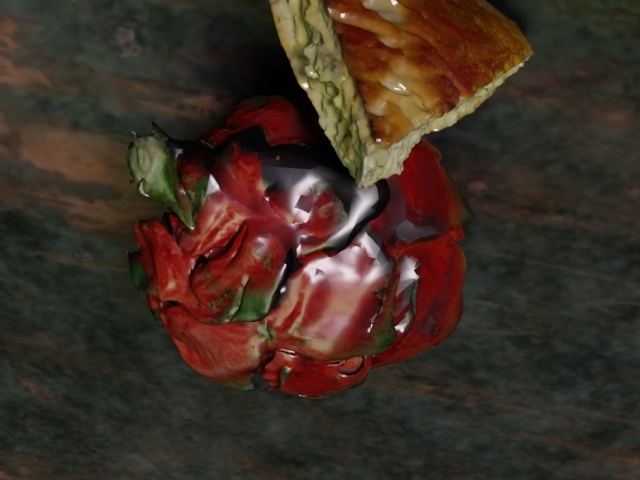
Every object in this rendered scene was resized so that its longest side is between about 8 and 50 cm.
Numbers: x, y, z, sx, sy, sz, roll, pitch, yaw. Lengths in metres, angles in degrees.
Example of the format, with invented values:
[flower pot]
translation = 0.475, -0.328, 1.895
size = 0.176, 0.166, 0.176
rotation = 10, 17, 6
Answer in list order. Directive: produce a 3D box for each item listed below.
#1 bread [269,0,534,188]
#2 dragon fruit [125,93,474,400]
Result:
[bread]
translation = 0.019, -0.104, 0.522
size = 0.136, 0.154, 0.054
rotation = 49, 133, 0
[dragon fruit]
translation = -0.004, 0.001, 0.596
size = 0.182, 0.188, 0.182
rotation = 16, 118, 32
